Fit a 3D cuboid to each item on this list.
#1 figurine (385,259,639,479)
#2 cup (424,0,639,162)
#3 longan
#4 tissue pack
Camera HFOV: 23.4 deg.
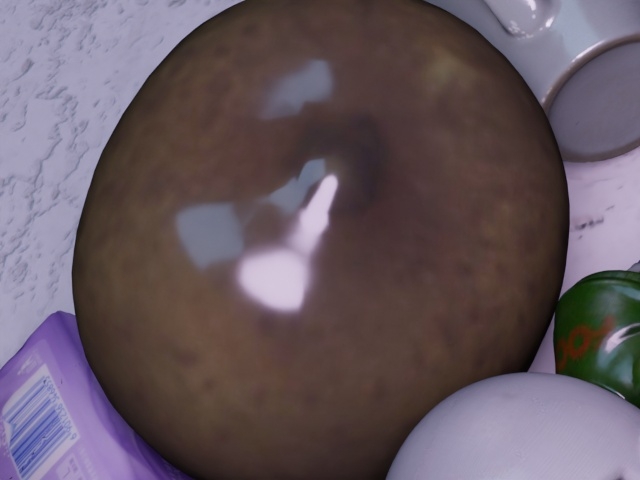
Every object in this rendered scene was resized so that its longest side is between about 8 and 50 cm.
[{"bbox_3d":[0.161,0.119,0.934,0.370,0.167,0.281,-46,0,-32],"label":"figurine"},{"bbox_3d":[0.152,-0.195,1.162,0.186,0.258,0.234,-45,45,25],"label":"cup"},{"bbox_3d":[0.000,0.000,1.058,0.361,0.361,0.361,-20,48,24],"label":"longan"},{"bbox_3d":[-0.164,0.252,1.118,0.242,0.160,0.338,-48,43,11],"label":"tissue pack"}]
